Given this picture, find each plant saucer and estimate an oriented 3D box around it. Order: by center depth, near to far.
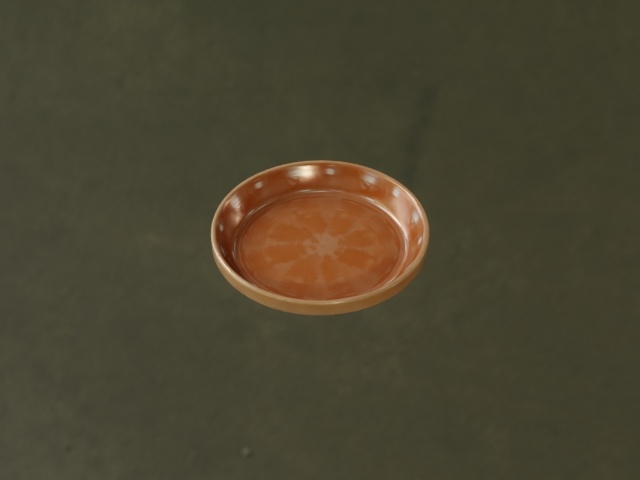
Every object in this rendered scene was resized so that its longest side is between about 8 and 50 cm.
[{"bbox_3d":[0.000,0.000,0.761,0.083,0.013,0.083,-1,42,1],"label":"plant saucer"}]
